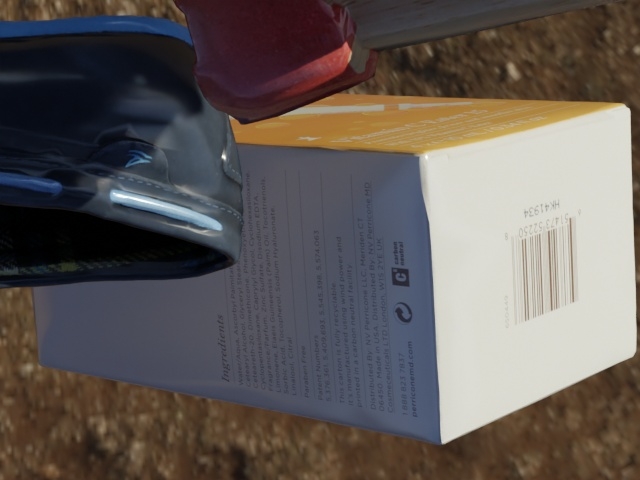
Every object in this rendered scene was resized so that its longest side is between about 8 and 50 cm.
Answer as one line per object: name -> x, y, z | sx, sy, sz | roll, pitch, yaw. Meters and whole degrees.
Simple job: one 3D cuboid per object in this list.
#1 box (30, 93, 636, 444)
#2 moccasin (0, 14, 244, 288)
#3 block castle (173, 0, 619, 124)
box -> 0.000, 0.000, 1.111 | 0.215, 0.345, 0.168 | -17, 107, -48
moccasin -> -0.176, -0.013, 0.655 | 0.342, 0.116, 0.138 | -12, 163, -25
block castle -> -0.043, -0.289, 0.557 | 0.213, 0.453, 0.303 | -10, 165, 17
